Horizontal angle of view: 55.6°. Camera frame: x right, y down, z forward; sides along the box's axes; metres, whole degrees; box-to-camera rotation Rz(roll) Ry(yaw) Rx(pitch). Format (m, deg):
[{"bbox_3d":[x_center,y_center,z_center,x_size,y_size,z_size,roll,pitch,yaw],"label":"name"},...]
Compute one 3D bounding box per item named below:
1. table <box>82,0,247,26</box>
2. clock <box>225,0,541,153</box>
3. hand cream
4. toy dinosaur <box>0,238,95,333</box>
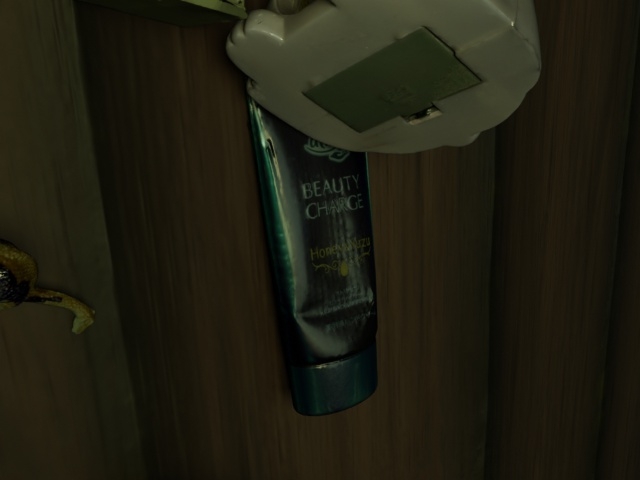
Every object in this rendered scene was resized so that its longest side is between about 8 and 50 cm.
[{"bbox_3d":[-0.086,-0.170,0.335,0.079,0.062,0.083,-4,102,-47],"label":"table"},{"bbox_3d":[0.055,-0.209,0.412,0.189,0.189,0.253,28,63,-48],"label":"clock"},{"bbox_3d":[0.000,0.000,0.489,0.120,0.061,0.270,-14,102,-41],"label":"hand cream"},{"bbox_3d":[-0.166,0.016,0.288,0.058,0.037,0.180,-27,161,-10],"label":"toy dinosaur"}]
